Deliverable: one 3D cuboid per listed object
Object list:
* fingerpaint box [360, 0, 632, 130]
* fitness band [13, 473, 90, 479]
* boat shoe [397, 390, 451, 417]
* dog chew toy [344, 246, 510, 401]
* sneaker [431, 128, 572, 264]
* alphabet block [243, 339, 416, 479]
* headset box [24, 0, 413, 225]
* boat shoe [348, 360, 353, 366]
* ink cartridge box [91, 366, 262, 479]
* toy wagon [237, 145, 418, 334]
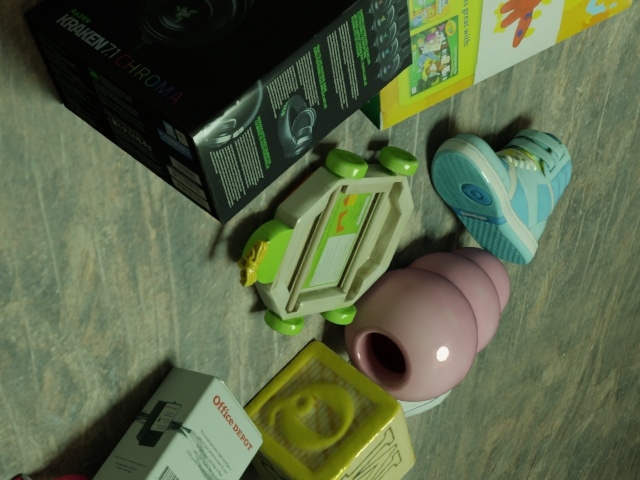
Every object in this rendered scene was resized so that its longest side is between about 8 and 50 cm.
[{"bbox_3d":[0.164,-0.392,1.278,0.371,0.163,0.445,-28,142,-16],"label":"fingerpaint box"},{"bbox_3d":[-0.396,0.403,1.499,0.291,0.054,0.209,-38,148,-24],"label":"fitness band"},{"bbox_3d":[0.147,0.247,2.049,0.258,0.095,0.084,-28,145,-39],"label":"boat shoe"},{"bbox_3d":[0.185,0.112,1.882,0.332,0.206,0.206,-33,144,-46],"label":"dog chew toy"},{"bbox_3d":[0.291,-0.121,1.874,0.208,0.127,0.319,-59,145,-15],"label":"sneaker"},{"bbox_3d":[0.009,0.308,1.828,0.193,0.192,0.197,-45,150,-19],"label":"alphabet block"},{"bbox_3d":[-0.083,-0.196,1.140,0.283,0.246,0.131,-41,147,-20],"label":"headset box"},{"bbox_3d":[0.143,0.180,2.000,0.219,0.070,0.078,-35,145,-29],"label":"boat shoe"},{"bbox_3d":[-0.185,0.292,1.560,0.208,0.087,0.153,-55,135,-29],"label":"ink cartridge box"},{"bbox_3d":[0.000,0.000,1.629,0.344,0.068,0.267,-7,125,-51],"label":"toy wagon"}]
